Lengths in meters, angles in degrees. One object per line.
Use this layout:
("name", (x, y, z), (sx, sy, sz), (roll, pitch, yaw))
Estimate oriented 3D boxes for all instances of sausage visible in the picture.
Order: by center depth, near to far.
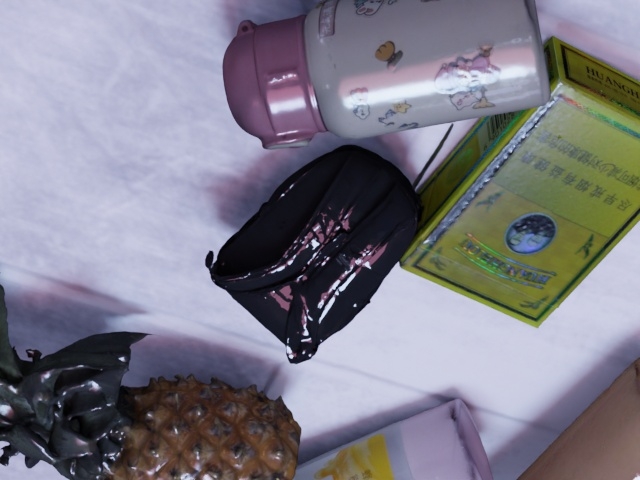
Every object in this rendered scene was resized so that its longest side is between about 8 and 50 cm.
("sausage", (0.237, 0.224, 1.723), (0.123, 0.123, 0.253), (30, 116, -25))

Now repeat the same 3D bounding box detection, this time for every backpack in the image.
("backpack", (0.004, 0.001, 1.557), (0.165, 0.106, 0.120), (-42, 100, 11))

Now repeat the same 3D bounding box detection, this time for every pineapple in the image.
("pineapple", (-0.196, 0.144, 1.649), (0.365, 0.165, 0.165), (24, 127, -18))

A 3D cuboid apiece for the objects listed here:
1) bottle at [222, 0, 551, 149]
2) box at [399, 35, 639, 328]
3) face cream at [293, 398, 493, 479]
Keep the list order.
("bottle", (0.045, -0.130, 1.436), (0.233, 0.110, 0.110), (-10, 131, 7))
("box", (0.175, -0.040, 1.550), (0.141, 0.064, 0.220), (25, 128, -22))
("face cream", (0.021, 0.234, 1.754), (0.269, 0.107, 0.073), (-23, 152, 13))
